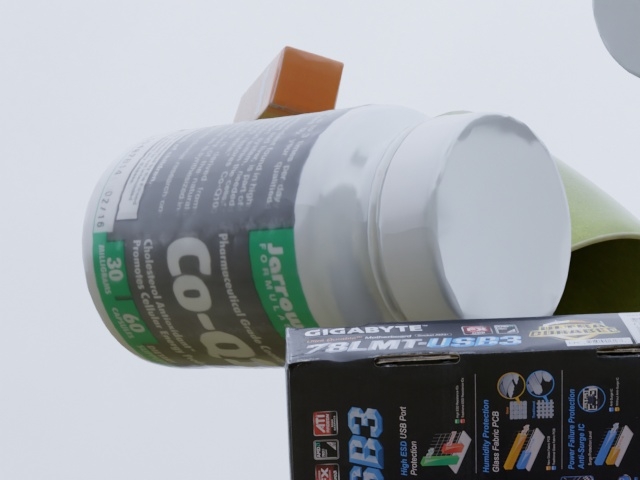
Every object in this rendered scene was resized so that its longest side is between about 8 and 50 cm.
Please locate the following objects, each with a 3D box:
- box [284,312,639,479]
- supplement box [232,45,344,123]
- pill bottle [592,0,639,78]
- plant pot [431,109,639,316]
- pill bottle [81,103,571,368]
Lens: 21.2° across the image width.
[{"bbox_3d":[0.127,0.196,1.088,0.293,0.295,0.073,-2,15,1],"label":"box"},{"bbox_3d":[-0.044,-0.154,1.988,0.078,0.080,0.233,15,-15,-13],"label":"supplement box"},{"bbox_3d":[0.343,-0.184,1.285,0.278,0.162,0.162,-5,-20,-40],"label":"pill bottle"},{"bbox_3d":[0.202,-0.004,1.911,0.275,0.293,0.274,-19,-39,-16],"label":"plant pot"},{"bbox_3d":[0.000,0.000,1.339,0.361,0.204,0.204,-5,-26,43],"label":"pill bottle"}]
